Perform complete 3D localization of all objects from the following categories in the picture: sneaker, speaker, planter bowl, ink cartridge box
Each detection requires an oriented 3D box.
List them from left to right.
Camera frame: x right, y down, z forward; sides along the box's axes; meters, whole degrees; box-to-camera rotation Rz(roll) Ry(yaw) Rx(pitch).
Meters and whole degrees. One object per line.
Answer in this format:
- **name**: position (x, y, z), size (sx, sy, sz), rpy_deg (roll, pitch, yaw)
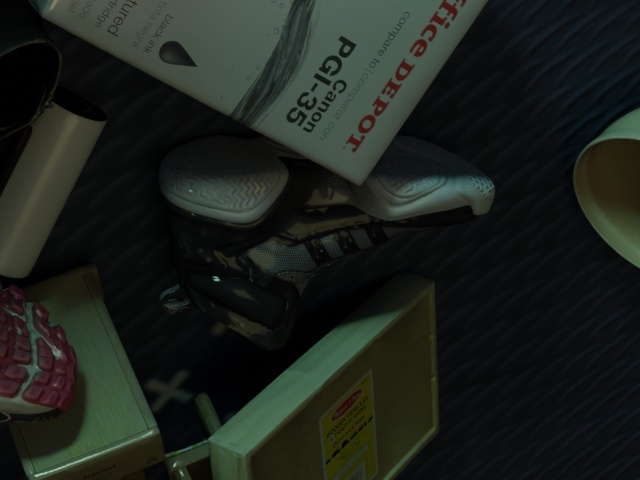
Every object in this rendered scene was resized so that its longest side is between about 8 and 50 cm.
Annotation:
- **sneaker**: position (-0.318, 0.083, 1.046), size (0.299, 0.121, 0.112), rpy_deg (8, 124, -2)
- **sneaker**: position (-0.261, -0.072, 0.994), size (0.083, 0.118, 0.222), rpy_deg (30, 103, -35)
- **speaker**: position (-0.205, -0.043, 1.078), size (0.055, 0.055, 0.136), rpy_deg (19, 109, -33)
- **ink cartridge box**: position (-0.036, -0.194, 1.029), size (0.283, 0.117, 0.207), rpy_deg (26, 105, -34)
- **sneaker**: position (0.000, 0.000, 1.176), size (0.268, 0.101, 0.153), rpy_deg (0, 119, -19)
- **planter bowl**: position (0.310, -0.057, 1.266), size (0.109, 0.162, 0.162), rpy_deg (-48, 132, -28)

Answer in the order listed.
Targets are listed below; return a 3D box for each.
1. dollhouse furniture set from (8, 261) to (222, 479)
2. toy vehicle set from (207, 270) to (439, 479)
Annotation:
- **dollhouse furniture set**: position (-0.187, 0.161, 1.185), size (0.212, 0.161, 0.242), rpy_deg (-20, 147, -13)
- **toy vehicle set**: position (0.012, 0.159, 1.227), size (0.267, 0.035, 0.166), rpy_deg (-38, 135, -43)
